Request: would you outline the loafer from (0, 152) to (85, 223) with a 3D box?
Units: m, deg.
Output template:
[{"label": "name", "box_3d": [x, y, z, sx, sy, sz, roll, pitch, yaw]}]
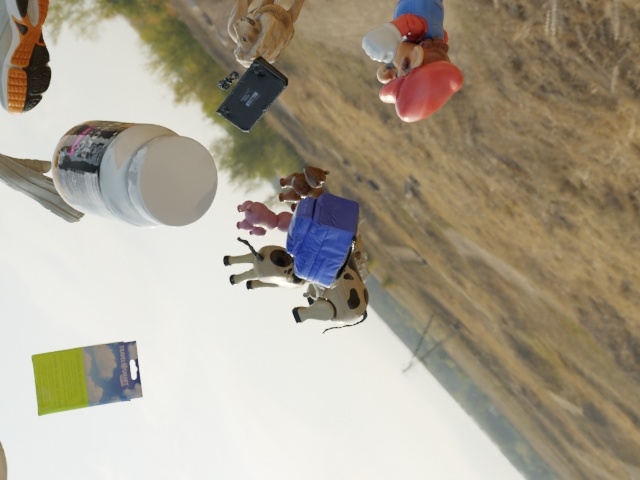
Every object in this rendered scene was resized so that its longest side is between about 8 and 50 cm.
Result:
[{"label": "loafer", "box_3d": [-0.731, -0.163, 1.989, 0.319, 0.111, 0.112, 36, 170, -32]}]

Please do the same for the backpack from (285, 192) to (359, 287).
[{"label": "backpack", "box_3d": [0.000, 0.000, 1.145, 0.101, 0.120, 0.098, 18, -143, 1]}]

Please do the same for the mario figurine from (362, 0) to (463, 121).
[{"label": "mario figurine", "box_3d": [0.143, -0.360, 1.348, 0.198, 0.320, 0.170, 5, 169, -22]}]

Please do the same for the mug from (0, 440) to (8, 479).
[{"label": "mug", "box_3d": [-0.621, 0.375, 1.069, 0.328, 0.374, 0.276, 55, 154, 7]}]

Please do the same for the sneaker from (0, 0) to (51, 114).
[{"label": "sneaker", "box_3d": [-0.579, -0.368, 1.461, 0.121, 0.262, 0.099, 8, -176, 30]}]

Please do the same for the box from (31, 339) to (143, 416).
[{"label": "box", "box_3d": [-0.409, 0.240, 1.373, 0.042, 0.178, 0.109, 157, 106, -75]}]

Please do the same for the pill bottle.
[{"label": "pill bottle", "box_3d": [-0.288, -0.103, 1.201, 0.278, 0.162, 0.162, 12, 153, 48]}]

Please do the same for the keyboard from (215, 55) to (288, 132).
[{"label": "keyboard", "box_3d": [-0.145, -0.292, 1.527, 0.108, 0.180, 0.023, 34, -132, -14]}]

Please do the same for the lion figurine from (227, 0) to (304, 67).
[{"label": "lion figurine", "box_3d": [-0.153, -0.534, 1.914, 0.142, 0.240, 0.392, 29, -177, -20]}]

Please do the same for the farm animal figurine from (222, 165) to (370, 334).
[{"label": "farm animal figurine", "box_3d": [0.000, 0.028, 1.386, 0.326, 0.172, 0.330, 63, -148, -29]}]
